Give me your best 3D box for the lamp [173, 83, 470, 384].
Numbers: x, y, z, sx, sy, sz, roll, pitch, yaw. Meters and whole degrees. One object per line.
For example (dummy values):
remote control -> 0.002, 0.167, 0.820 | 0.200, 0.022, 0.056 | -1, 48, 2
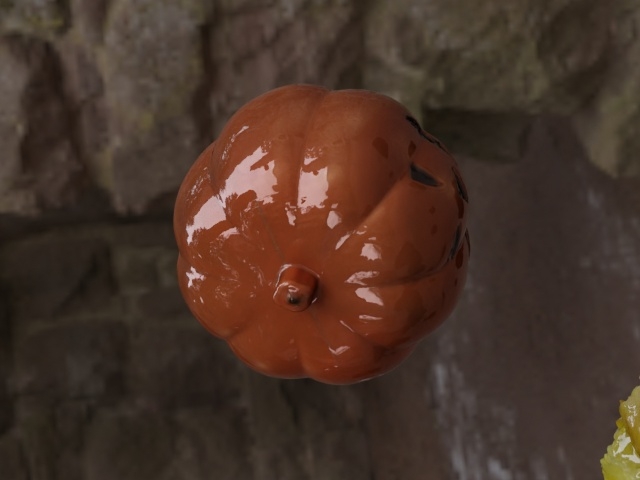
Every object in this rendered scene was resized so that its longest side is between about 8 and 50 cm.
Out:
lamp -> 0.000, 0.000, 0.987 | 0.164, 0.187, 0.188 | -61, -28, -63

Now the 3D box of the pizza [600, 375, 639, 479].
pizza -> 0.193, 0.238, 0.911 | 0.280, 0.075, 0.288 | 58, 148, 12
